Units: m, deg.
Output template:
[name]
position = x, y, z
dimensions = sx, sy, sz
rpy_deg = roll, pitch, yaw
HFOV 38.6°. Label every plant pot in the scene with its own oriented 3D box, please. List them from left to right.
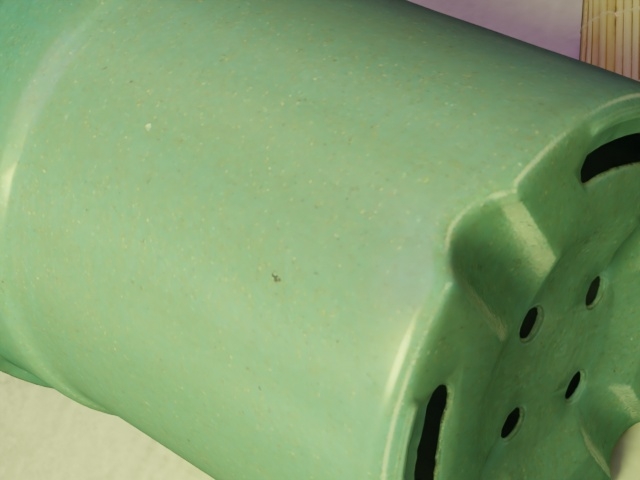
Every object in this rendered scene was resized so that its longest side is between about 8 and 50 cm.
[plant pot]
position = 0.000, 0.000, 0.510
dimensions = 0.334, 0.341, 0.341
rpy_deg = 26, 80, 41

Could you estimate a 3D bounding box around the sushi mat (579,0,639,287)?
[sushi mat]
position = 0.236, -0.107, 0.591
dimensions = 0.152, 0.019, 0.316
rpy_deg = -11, 54, 35
